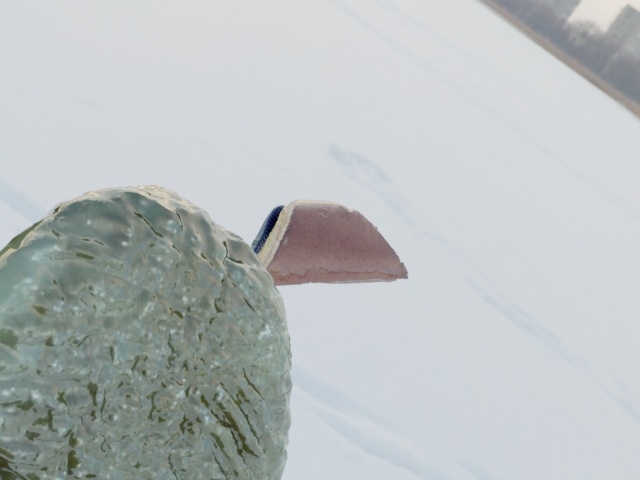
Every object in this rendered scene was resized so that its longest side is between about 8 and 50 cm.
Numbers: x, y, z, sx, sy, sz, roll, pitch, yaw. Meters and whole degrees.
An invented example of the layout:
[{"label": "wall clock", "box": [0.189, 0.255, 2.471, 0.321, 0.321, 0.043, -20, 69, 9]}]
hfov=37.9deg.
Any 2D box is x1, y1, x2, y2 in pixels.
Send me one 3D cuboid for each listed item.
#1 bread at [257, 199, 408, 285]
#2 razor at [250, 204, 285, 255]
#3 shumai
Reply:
[{"label": "bread", "box": [0.000, 0.000, 1.070, 0.192, 0.067, 0.119, -2, 62, -30]}, {"label": "razor", "box": [-0.070, 0.016, 1.075, 0.028, 0.044, 0.154, 8, 53, 9]}, {"label": "shumai", "box": [-0.150, 0.076, 0.599, 0.260, 0.225, 0.222, 26, -12, -36]}]
